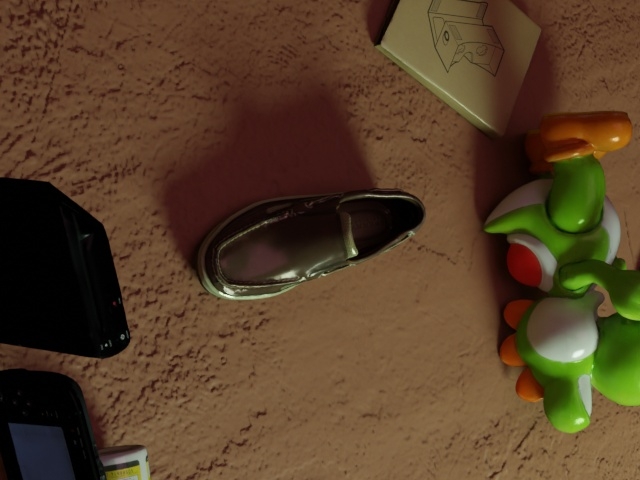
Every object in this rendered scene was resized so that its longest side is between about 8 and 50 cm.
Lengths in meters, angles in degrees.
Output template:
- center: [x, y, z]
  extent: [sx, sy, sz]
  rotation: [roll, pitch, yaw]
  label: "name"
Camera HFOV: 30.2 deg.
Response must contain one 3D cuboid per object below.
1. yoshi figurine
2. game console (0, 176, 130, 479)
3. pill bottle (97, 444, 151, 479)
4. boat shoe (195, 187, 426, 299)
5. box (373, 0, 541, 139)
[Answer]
- center: [0.329, 0.039, 1.369]
  extent: [0.203, 0.203, 0.362]
  rotation: [3, 85, -42]
  label: "yoshi figurine"
- center: [-0.224, 0.125, 0.961]
  extent: [0.044, 0.213, 0.362]
  rotation: [-27, 112, -45]
  label: "game console"
- center: [-0.179, 0.244, 1.055]
  extent: [0.065, 0.065, 0.116]
  rotation: [-6, 87, -36]
  label: "pill bottle"
- center: [-0.002, -0.008, 1.194]
  extent: [0.257, 0.095, 0.095]
  rotation: [-20, 96, -35]
  label: "boat shoe"
- center: [0.165, -0.238, 1.388]
  extent: [0.201, 0.021, 0.164]
  rotation: [34, 66, -28]
  label: "box"
